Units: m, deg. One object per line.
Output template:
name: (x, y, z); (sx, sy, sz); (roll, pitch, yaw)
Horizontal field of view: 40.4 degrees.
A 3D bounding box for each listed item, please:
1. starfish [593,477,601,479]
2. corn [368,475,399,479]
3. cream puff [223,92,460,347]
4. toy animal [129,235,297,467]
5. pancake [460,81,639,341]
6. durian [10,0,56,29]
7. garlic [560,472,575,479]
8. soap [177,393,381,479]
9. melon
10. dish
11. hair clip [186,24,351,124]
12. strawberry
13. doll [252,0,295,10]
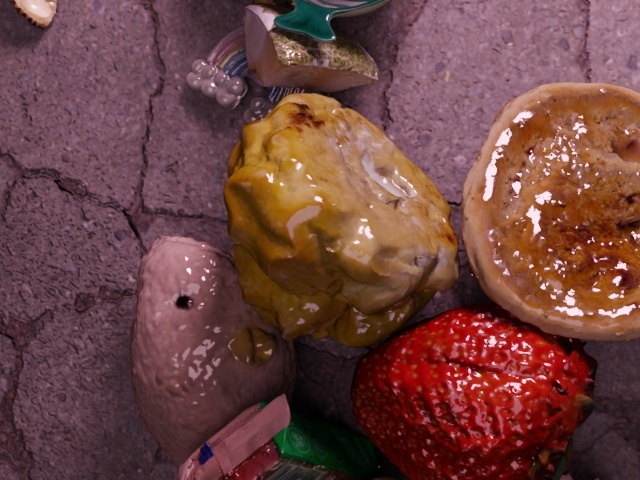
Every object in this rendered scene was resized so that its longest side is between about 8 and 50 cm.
starfish: (0.442, 0.422, 1.202); (0.235, 0.062, 0.277); (-17, 105, 12)
corn: (-0.001, 0.417, 1.156); (0.305, 0.123, 0.122); (-32, 93, 15)
cream puff: (-0.001, -0.001, 1.080); (0.257, 0.324, 0.291); (-50, 64, 29)
toy animal: (-0.146, 0.175, 1.201); (0.226, 0.188, 0.359); (2, 108, 9)
pancake: (0.337, -0.044, 1.045); (0.355, 0.065, 0.356); (2, 65, -5)
durian: (-0.410, -0.361, 1.217); (0.066, 0.052, 0.131); (-3, 100, 9)
garlic: (0.252, 0.404, 1.142); (0.212, 0.218, 0.219); (-10, 102, -30)
soap: (-0.045, 0.313, 1.168); (0.217, 0.273, 0.098); (-38, 54, 16)
melon: (-0.026, -0.228, 1.098); (0.202, 0.139, 0.093); (24, 111, 4)
dish: (0.029, -0.342, 1.098); (0.224, 0.078, 0.246); (21, 75, 14)
hair clip: (-0.065, -0.217, 1.186); (0.220, 0.054, 0.140); (34, 105, 8)
strawberry: (0.179, 0.193, 1.073); (0.288, 0.239, 0.250); (14, 67, 11)
doll: (-0.077, -0.348, 1.163); (0.113, 0.077, 0.078); (32, 98, -31)
